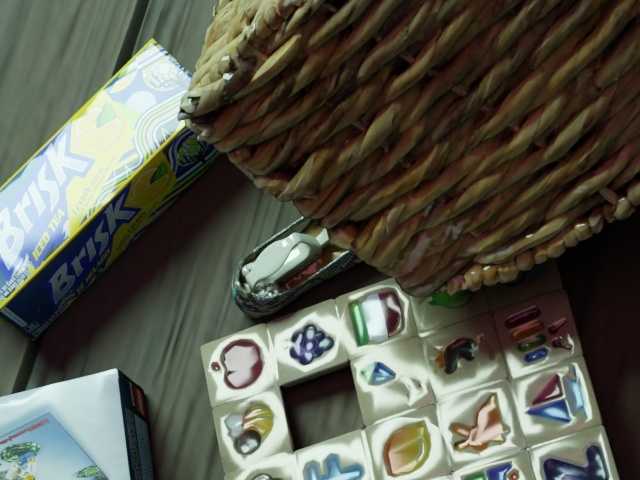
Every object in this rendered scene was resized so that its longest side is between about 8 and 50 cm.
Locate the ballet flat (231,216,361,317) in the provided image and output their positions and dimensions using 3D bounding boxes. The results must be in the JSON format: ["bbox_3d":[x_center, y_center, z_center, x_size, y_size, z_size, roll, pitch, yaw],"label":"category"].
[{"bbox_3d":[0.000,0.000,1.040,0.114,0.041,0.041,-36,65,0],"label":"ballet flat"}]

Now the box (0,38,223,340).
[{"bbox_3d":[-0.127,-0.027,1.079,0.169,0.054,0.059,-45,65,-3],"label":"box"}]

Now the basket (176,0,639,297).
[{"bbox_3d":[0.103,-0.147,0.965,0.299,0.213,0.223,-46,19,29],"label":"basket"}]

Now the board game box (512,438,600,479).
[{"bbox_3d":[0.059,0.227,0.944,0.260,0.030,0.136,-38,62,-1],"label":"board game box"}]

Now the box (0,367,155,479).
[{"bbox_3d":[-0.199,0.173,1.028,0.233,0.044,0.159,-14,67,10],"label":"box"}]

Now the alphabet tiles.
[{"bbox_3d":[0.048,0.123,0.972,0.198,0.009,0.237,-20,58,11],"label":"alphabet tiles"}]
